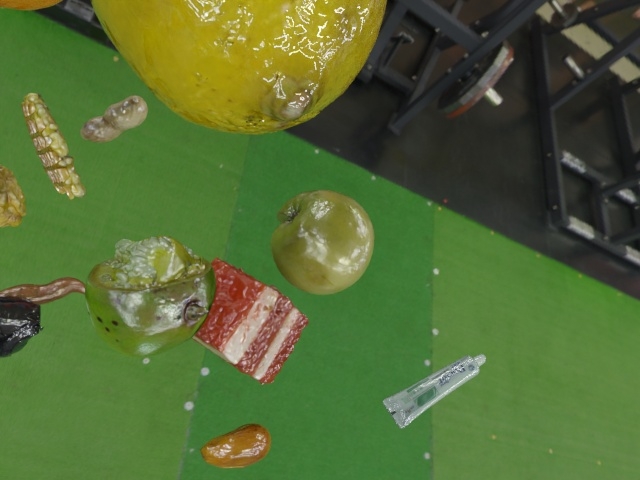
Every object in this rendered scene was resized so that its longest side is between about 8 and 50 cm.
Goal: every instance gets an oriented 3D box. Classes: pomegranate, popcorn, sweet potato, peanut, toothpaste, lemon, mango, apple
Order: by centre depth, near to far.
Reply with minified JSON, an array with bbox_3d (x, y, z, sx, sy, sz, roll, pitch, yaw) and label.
[{"bbox_3d":[-0.070,-0.230,0.456,0.257,0.258,0.310,-6,69,-35],"label":"lemon"},{"bbox_3d":[0.225,0.277,1.002,0.218,0.041,0.064,-27,54,-12],"label":"toothpaste"},{"bbox_3d":[-0.371,0.110,1.108,0.260,0.340,0.261,-3,94,-47],"label":"pomegranate"},{"bbox_3d":[-0.176,0.454,1.147,0.159,0.105,0.084,-9,73,-45],"label":"mango"},{"bbox_3d":[-0.658,0.123,1.241,0.202,0.058,0.055,-8,86,-36],"label":"sweet potato"},{"bbox_3d":[0.000,0.000,1.447,0.254,0.292,0.292,41,51,-33],"label":"apple"},{"bbox_3d":[-0.908,-0.123,1.470,0.140,0.163,0.194,-5,114,-7],"label":"popcorn"},{"bbox_3d":[-0.638,-0.372,1.632,0.086,0.227,0.104,61,6,15],"label":"peanut"}]

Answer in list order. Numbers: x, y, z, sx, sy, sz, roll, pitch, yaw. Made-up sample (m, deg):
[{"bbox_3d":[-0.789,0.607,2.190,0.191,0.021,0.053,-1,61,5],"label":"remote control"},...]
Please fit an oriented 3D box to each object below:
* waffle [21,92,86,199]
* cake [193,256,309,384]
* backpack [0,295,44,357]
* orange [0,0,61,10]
[{"bbox_3d":[-0.692,-0.230,1.358,0.058,0.282,0.300,-26,42,-28],"label":"waffle"},{"bbox_3d":[-0.243,0.246,1.626,0.270,0.269,0.319,-58,144,-14],"label":"cake"},{"bbox_3d":[-0.693,0.188,1.148,0.120,0.165,0.106,23,43,-42],"label":"backpack"},{"bbox_3d":[-0.491,-0.500,0.815,0.261,0.261,0.261,14,62,-28],"label":"orange"}]
